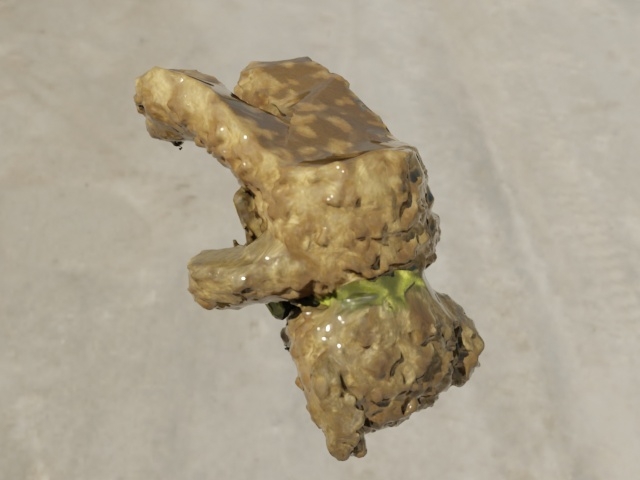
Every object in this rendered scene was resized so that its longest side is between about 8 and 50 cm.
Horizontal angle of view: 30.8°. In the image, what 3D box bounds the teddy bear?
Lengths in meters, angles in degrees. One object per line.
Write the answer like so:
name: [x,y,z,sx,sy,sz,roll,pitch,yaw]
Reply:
teddy bear: [-0.007,-0.003,0.921,0.246,0.222,0.296,-14,35,-42]
